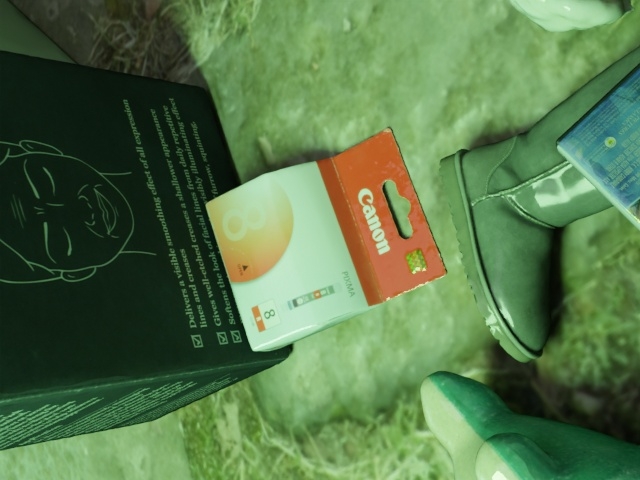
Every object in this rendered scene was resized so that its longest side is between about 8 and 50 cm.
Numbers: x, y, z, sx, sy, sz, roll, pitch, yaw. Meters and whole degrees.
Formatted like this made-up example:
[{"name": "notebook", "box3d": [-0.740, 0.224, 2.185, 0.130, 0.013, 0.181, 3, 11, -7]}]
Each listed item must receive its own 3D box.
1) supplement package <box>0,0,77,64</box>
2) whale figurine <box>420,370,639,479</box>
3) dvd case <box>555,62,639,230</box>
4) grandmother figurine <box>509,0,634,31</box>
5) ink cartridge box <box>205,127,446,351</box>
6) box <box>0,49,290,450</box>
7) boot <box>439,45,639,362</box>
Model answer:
[{"name": "supplement package", "box3d": [-0.452, -0.147, 1.093, 0.199, 0.198, 0.263, 42, 114, 30]}, {"name": "whale figurine", "box3d": [0.175, 0.176, 0.640, 0.141, 0.216, 0.272, -40, 37, 1]}, {"name": "dvd case", "box3d": [0.297, -0.034, 0.579, 0.180, 0.022, 0.253, -43, 72, 6]}, {"name": "grandmother figurine", "box3d": [0.240, -0.257, 0.593, 0.342, 0.208, 0.104, -48, 18, 45]}, {"name": "ink cartridge box", "box3d": [0.000, 0.000, 0.824, 0.179, 0.045, 0.145, -26, 74, 23]}, {"name": "box", "box3d": [-0.260, 0.017, 0.823, 0.212, 0.395, 0.293, -29, 73, 33]}, {"name": "boot", "box3d": [0.200, -0.029, 0.687, 0.208, 0.076, 0.190, -23, 78, 28]}]
